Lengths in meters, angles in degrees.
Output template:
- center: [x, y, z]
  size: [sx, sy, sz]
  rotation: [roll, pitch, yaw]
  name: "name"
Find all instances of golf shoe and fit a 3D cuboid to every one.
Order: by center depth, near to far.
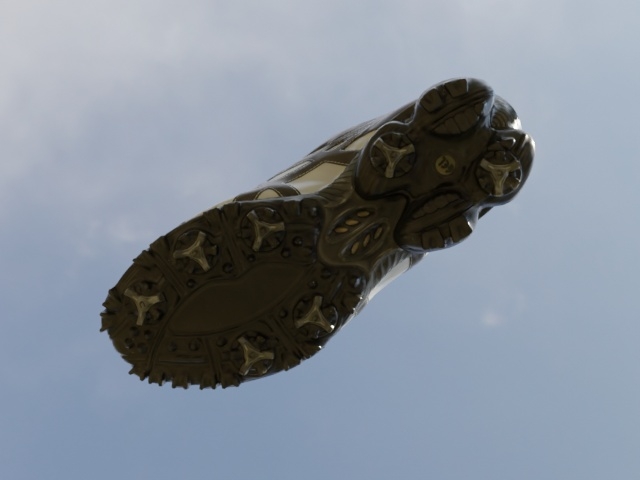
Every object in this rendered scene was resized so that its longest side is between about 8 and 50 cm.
- center: [0.000, 0.000, 0.650]
  size: [0.198, 0.094, 0.077]
  rotation: [-27, -84, 4]
  name: "golf shoe"
